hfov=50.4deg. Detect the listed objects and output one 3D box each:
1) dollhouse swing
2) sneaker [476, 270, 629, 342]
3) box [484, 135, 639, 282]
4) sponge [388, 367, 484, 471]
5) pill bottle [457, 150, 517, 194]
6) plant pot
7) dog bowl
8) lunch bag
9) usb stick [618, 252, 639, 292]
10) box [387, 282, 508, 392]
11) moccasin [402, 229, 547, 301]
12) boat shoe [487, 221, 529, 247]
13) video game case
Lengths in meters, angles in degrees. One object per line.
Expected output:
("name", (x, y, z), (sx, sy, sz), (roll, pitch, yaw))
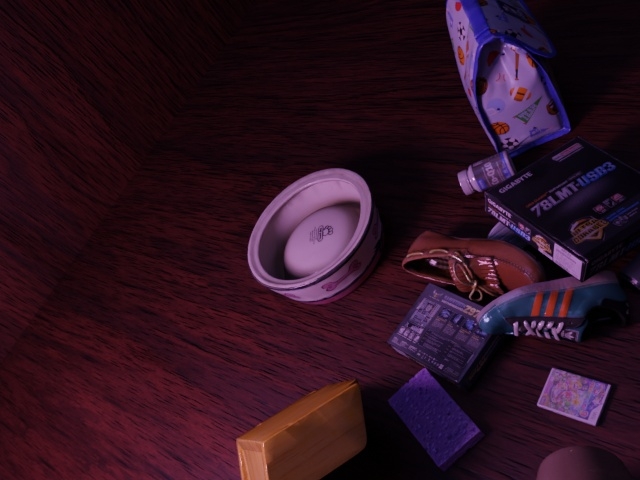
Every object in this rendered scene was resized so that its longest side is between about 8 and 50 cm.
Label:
("dollhouse swing", (-0.010, 0.508, 1.427), (0.315, 0.305, 0.347), (-27, -7, -21))
("sneaker", (0.480, 0.156, 1.399), (0.302, 0.108, 0.121), (-16, 55, 7))
("box", (0.567, -0.079, 1.485), (0.295, 0.073, 0.293), (-29, 48, -16))
("sponge", (0.246, 0.385, 1.481), (0.117, 0.031, 0.210), (-43, 41, 1))
("pill bottle", (0.433, -0.173, 1.768), (0.137, 0.078, 0.078), (-23, 45, 23))
("plant pot", (0.446, 0.475, 1.115), (0.263, 0.263, 0.229), (-22, 26, 22))
("dog bowl", (0.000, 0.000, 1.914), (0.408, 0.150, 0.408), (-22, 44, 23))
("lunch bag", (0.469, -0.465, 1.754), (0.239, 0.385, 0.328), (-26, 43, 20))
("usb stick", (0.738, -0.001, 1.404), (0.278, 0.045, 0.077), (-43, 40, 0))
("box", (0.293, 0.217, 1.564), (0.232, 0.059, 0.183), (24, 73, 48))
("moccasin", (0.345, 0.065, 1.574), (0.380, 0.139, 0.147), (18, 54, 45))
("boat shoe", (0.499, -0.042, 1.615), (0.226, 0.076, 0.083), (-29, 87, 4))
("video game case", (0.504, 0.309, 1.354), (0.122, 0.011, 0.087), (12, 64, 44))
